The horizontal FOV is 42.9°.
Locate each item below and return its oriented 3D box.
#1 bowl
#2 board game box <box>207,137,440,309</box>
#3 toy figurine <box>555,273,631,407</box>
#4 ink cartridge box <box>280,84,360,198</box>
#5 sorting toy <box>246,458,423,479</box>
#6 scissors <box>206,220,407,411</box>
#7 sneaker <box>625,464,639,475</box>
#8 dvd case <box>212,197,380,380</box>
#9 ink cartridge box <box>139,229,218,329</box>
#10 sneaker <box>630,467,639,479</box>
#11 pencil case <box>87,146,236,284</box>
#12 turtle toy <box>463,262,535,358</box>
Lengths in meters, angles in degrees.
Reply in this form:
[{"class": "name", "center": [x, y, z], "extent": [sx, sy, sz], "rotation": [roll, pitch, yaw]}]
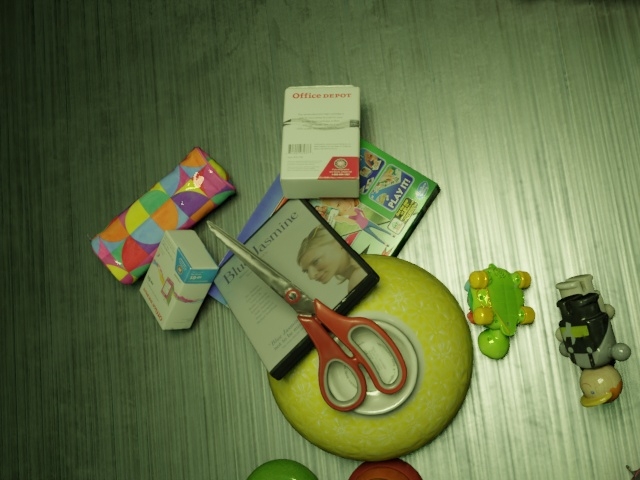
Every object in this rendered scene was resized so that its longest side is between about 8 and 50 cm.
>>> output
[{"class": "bowl", "center": [0.065, 0.157, 1.063], "extent": [0.289, 0.156, 0.290], "rotation": [0, 87, 3]}, {"class": "board game box", "center": [0.000, 0.000, 1.197], "extent": [0.213, 0.046, 0.317], "rotation": [33, 89, 16]}, {"class": "toy figurine", "center": [0.397, 0.110, 0.997], "extent": [0.209, 0.213, 0.148], "rotation": [-17, 93, 14]}, {"class": "ink cartridge box", "center": [0.002, -0.139, 1.153], "extent": [0.109, 0.063, 0.150], "rotation": [0, 66, 5]}, {"class": "sorting toy", "center": [-0.043, 0.364, 1.100], "extent": [0.365, 0.126, 0.127], "rotation": [-6, 79, 12]}, {"class": "scissors", "center": [-0.012, 0.072, 0.973], "extent": [0.109, 0.021, 0.297], "rotation": [-35, 90, 4]}, {"class": "sneaker", "center": [0.427, 0.293, 1.041], "extent": [0.069, 0.038, 0.098], "rotation": [15, 83, 15]}, {"class": "dvd case", "center": [-0.043, 0.050, 1.088], "extent": [0.180, 0.022, 0.253], "rotation": [-45, 36, 3]}, {"class": "ink cartridge box", "center": [-0.210, 0.058, 1.198], "extent": [0.088, 0.052, 0.122], "rotation": [51, 126, 35]}, {"class": "sneaker", "center": [0.504, 0.295, 0.943], "extent": [0.299, 0.112, 0.121], "rotation": [-8, 38, -6]}, {"class": "pencil case", "center": [-0.240, -0.036, 1.235], "extent": [0.236, 0.104, 0.104], "rotation": [-40, 73, 3]}, {"class": "turtle toy", "center": [0.236, 0.095, 1.106], "extent": [0.095, 0.066, 0.130], "rotation": [2, 77, -24]}]
